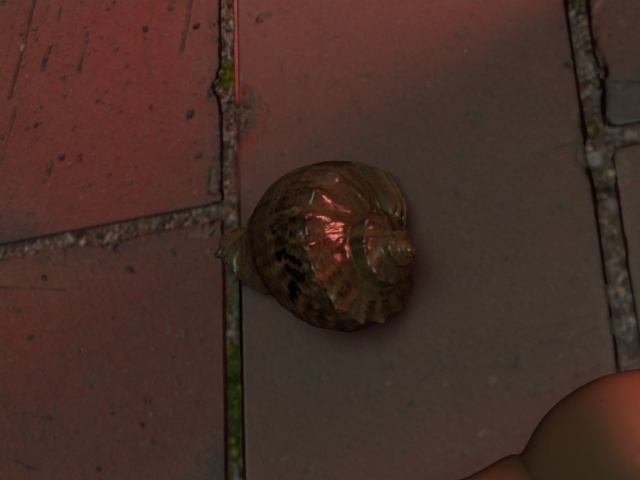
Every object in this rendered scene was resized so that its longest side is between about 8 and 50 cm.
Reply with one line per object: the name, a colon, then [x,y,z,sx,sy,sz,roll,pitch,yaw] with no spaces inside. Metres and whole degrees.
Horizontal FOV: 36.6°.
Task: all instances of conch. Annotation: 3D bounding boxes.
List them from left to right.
conch: [0.000,0.000,0.822,0.207,0.130,0.155,-2,36,44]

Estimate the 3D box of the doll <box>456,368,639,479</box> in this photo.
doll: [0.142,0.228,0.616,0.370,0.226,0.215,-24,34,3]
